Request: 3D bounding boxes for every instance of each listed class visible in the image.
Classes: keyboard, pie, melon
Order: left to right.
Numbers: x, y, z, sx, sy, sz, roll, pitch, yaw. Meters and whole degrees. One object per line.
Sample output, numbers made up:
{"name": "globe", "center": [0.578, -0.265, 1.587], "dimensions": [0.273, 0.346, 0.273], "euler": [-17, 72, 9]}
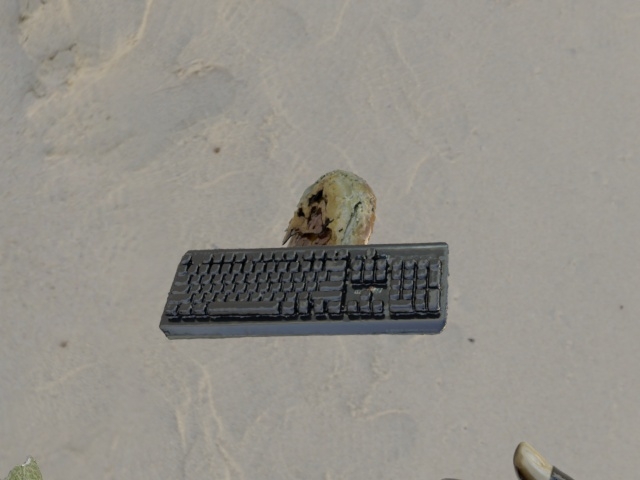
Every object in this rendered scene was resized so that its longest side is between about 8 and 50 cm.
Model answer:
{"name": "melon", "center": [-0.472, 0.437, 1.149], "dimensions": [0.139, 0.093, 0.202], "euler": [50, 24, -17]}
{"name": "keyboard", "center": [-0.013, 0.036, 0.593], "dimensions": [0.025, 0.230, 0.094], "euler": [74, 19, -45]}
{"name": "pie", "center": [0.001, 0.001, 1.354], "dimensions": [0.085, 0.308, 0.308], "euler": [23, 78, -25]}

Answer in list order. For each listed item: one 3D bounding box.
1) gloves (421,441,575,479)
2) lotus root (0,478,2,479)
{"name": "gloves", "center": [0.212, 0.300, 0.670], "dimensions": [0.197, 0.301, 0.152], "euler": [-56, 142, -26]}
{"name": "lotus root", "center": [-0.372, 0.335, 0.745], "dimensions": [0.196, 0.179, 0.397], "euler": [-51, 157, -26]}
